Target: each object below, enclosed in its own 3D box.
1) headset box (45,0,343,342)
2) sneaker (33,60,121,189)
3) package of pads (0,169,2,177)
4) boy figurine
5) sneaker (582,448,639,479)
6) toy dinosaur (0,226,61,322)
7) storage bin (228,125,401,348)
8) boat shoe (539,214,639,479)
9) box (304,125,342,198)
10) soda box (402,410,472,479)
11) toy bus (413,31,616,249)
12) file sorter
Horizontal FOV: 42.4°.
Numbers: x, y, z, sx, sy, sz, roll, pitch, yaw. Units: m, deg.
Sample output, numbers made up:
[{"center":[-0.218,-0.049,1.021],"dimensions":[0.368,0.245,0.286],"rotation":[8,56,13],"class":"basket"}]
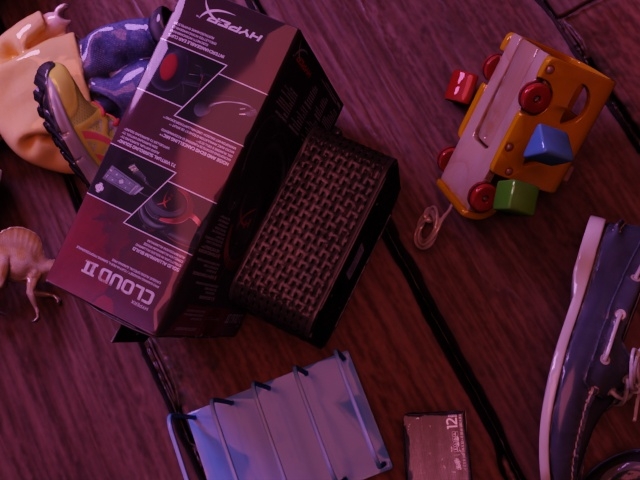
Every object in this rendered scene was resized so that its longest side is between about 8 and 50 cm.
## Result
[{"center":[-0.102,-0.039,0.736],"dimensions":[0.110,0.218,0.293],"rotation":[25,89,12],"class":"headset box"},{"center":[-0.201,-0.091,0.810],"dimensions":[0.094,0.209,0.081],"rotation":[-35,35,-13],"class":"sneaker"},{"center":[-0.470,0.021,0.776],"dimensions":[0.101,0.229,0.297],"rotation":[5,73,48],"class":"package of pads"},{"center":[-0.274,-0.147,0.861],"dimensions":[0.285,0.092,0.177],"rotation":[-17,98,6],"class":"boy figurine"},{"center":[0.225,0.256,0.709],"dimensions":[0.188,0.078,0.067],"rotation":[-40,75,-4],"class":"sneaker"},{"center":[-0.320,0.029,0.826],"dimensions":[0.183,0.053,0.093],"rotation":[15,81,-28],"class":"toy dinosaur"},{"center":[0.000,0.000,0.775],"dimensions":[0.084,0.122,0.180],"rotation":[24,81,12],"class":"storage bin"},{"center":[0.252,0.102,0.738],"dimensions":[0.079,0.095,0.255],"rotation":[11,69,21],"class":"boat shoe"},{"center":[-0.025,-0.090,0.854],"dimensions":[0.067,0.018,0.083],"rotation":[27,82,13],"class":"box"},{"center":[0.108,0.240,0.740],"dimensions":[0.060,0.053,0.169],"rotation":[-5,75,7],"class":"soda box"},{"center":[0.190,-0.089,0.779],"dimensions":[0.104,0.202,0.191],"rotation":[16,69,-20],"class":"toy bus"},{"center":[-0.036,0.181,0.747],"dimensions":[0.170,0.104,0.118],"rotation":[-22,76,1],"class":"file sorter"}]
